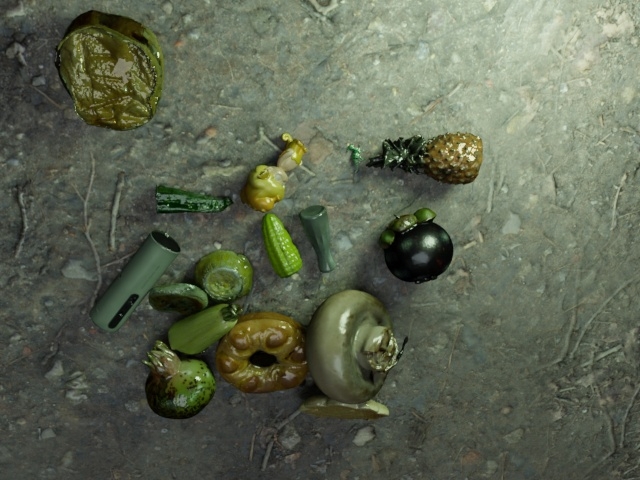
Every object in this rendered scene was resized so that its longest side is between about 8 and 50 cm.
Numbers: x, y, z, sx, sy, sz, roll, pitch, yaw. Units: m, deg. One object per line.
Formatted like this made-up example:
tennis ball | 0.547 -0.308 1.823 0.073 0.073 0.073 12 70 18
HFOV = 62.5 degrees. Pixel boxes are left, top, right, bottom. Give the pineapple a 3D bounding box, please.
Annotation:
pineapple | 0.309 -0.255 1.589 0.341 0.169 0.169 4 111 1

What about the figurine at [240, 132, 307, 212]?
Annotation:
figurine | -0.137 -0.192 1.554 0.246 0.131 0.156 -50 151 -4

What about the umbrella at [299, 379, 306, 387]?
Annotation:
umbrella | -0.079 0.499 1.885 0.031 0.020 0.083 -43 106 8

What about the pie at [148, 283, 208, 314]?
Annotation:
pie | -0.445 0.187 1.645 0.187 0.041 0.186 -3 148 -2

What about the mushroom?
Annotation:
mushroom | 0.125 0.335 1.669 0.295 0.362 0.362 -2 120 38

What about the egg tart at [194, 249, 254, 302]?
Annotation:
egg tart | -0.307 0.125 1.668 0.197 0.078 0.197 -2 112 -4

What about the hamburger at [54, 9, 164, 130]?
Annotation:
hamburger | -0.546 -0.441 1.378 0.266 0.134 0.284 9 116 -15

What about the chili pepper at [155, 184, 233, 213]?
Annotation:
chili pepper | -0.374 -0.120 1.574 0.227 0.059 0.088 1 98 -13

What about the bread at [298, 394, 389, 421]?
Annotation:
bread | 0.078 0.584 1.842 0.316 0.054 0.316 4 154 2

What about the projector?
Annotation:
projector | -0.567 0.125 1.609 0.108 0.108 0.337 36 101 -20

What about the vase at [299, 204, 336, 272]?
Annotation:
vase | 0.000 0.000 1.669 0.086 0.086 0.214 -17 118 -2

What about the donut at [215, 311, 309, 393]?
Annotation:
donut | -0.186 0.372 1.745 0.317 0.150 0.299 36 102 -21

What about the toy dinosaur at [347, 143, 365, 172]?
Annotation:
toy dinosaur | 0.104 -0.255 1.613 0.062 0.021 0.083 28 101 -11

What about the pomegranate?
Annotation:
pomegranate | -0.470 0.440 1.709 0.222 0.204 0.276 -27 95 -6

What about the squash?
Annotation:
squash | -0.328 0.264 1.649 0.288 0.137 0.137 -27 114 23

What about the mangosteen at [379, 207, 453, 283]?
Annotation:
mangosteen | 0.303 0.020 1.662 0.243 0.243 0.242 -3 112 -8

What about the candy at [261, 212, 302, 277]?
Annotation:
candy | -0.129 0.013 1.646 0.097 0.096 0.209 -21 105 0
